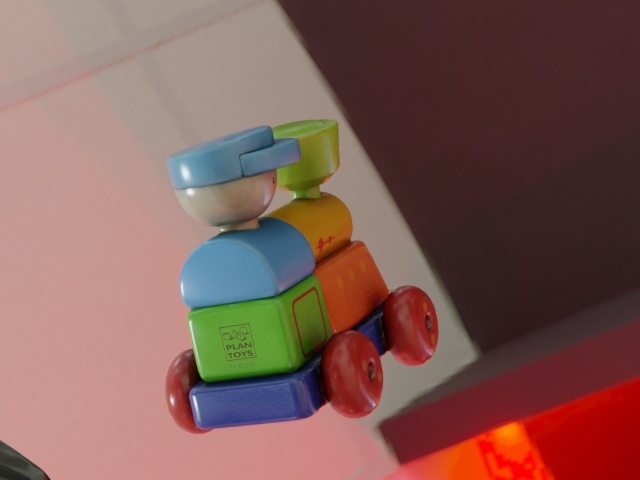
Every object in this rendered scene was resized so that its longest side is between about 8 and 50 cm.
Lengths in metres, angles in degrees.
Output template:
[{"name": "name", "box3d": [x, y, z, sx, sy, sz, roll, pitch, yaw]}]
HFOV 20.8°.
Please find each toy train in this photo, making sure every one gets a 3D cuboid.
[{"name": "toy train", "box3d": [0.000, 0.000, 0.912, 0.248, 0.105, 0.143, -31, -69, -65]}]

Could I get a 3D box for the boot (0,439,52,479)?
[{"name": "boot", "box3d": [-0.031, 0.134, 0.430, 0.246, 0.161, 0.083, 29, -115, 27]}]
